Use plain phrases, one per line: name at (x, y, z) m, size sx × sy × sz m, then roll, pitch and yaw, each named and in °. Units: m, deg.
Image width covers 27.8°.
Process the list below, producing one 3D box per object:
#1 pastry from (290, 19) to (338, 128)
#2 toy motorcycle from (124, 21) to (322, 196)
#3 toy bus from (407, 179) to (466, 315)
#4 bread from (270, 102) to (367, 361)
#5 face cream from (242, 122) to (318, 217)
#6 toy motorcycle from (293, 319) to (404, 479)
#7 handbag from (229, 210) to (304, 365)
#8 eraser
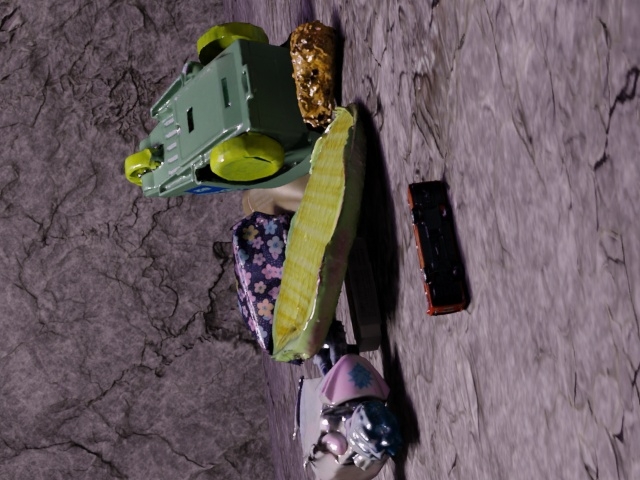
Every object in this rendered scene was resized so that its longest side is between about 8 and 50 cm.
pastry at (-0.008, -0.197, 1.509) m, size 0.140 × 0.056 × 0.080 m, roll 91°, pitch 177°, yaw -49°
toy motorcycle at (-0.121, -0.141, 1.766) m, size 0.326 × 0.200 × 0.191 m, roll -31°, pitch 61°, yaw 50°
toy bus at (0.091, 0.007, 1.028) m, size 0.043 × 0.031 × 0.110 m, roll 93°, pitch 169°, yaw -67°
bread at (0.001, -0.005, 1.411) m, size 0.301 × 0.045 × 0.301 m, roll -167°, pitch 90°, yaw -80°
face cream at (-0.043, -0.086, 1.884) m, size 0.341 × 0.084 × 0.137 m, roll 148°, pitch 122°, yaw -73°
toy motorcycle at (0.033, 0.217, 1.374) m, size 0.204 × 0.108 × 0.239 m, roll -161°, pitch 54°, yaw -72°
handbag at (-0.058, 0.073, 1.907) m, size 0.208 × 0.126 × 0.229 m, roll 50°, pitch -157°, yaw -83°
eraser at (0.045, 0.061, 1.457) m, size 0.052 × 0.029 × 0.122 m, roll 98°, pitch 163°, yaw -66°
